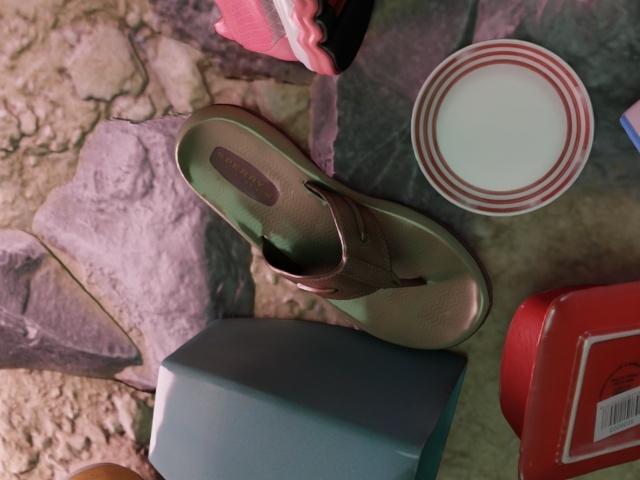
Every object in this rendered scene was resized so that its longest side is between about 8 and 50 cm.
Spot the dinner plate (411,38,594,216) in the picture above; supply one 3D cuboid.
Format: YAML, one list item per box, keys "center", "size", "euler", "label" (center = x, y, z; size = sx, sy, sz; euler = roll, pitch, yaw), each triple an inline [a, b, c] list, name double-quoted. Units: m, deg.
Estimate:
- center: [0.143, -0.088, 0.638]
  size: [0.141, 0.017, 0.141]
  euler: [5, 109, 14]
  label: "dinner plate"

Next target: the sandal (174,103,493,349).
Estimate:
- center: [-0.002, 0.000, 0.669]
  size: [0.302, 0.086, 0.120]
  euler: [32, 114, 3]
  label: "sandal"

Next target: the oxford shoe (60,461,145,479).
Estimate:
- center: [-0.258, 0.401, 0.866]
  size: [0.130, 0.169, 0.450]
  euler: [53, 131, 39]
  label: "oxford shoe"

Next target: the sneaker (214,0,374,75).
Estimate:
- center: [-0.062, -0.238, 0.536]
  size: [0.136, 0.116, 0.314]
  euler: [11, 146, 24]
  label: "sneaker"

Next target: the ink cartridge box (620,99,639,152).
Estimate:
- center: [0.348, 0.020, 0.478]
  size: [0.307, 0.223, 0.129]
  euler: [41, 114, -13]
  label: "ink cartridge box"

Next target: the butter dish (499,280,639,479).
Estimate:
- center: [0.199, 0.093, 0.637]
  size: [0.160, 0.118, 0.160]
  euler: [-5, 110, -27]
  label: "butter dish"

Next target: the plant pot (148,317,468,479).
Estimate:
- center: [-0.020, 0.167, 0.695]
  size: [0.234, 0.165, 0.166]
  euler: [17, 112, 16]
  label: "plant pot"
